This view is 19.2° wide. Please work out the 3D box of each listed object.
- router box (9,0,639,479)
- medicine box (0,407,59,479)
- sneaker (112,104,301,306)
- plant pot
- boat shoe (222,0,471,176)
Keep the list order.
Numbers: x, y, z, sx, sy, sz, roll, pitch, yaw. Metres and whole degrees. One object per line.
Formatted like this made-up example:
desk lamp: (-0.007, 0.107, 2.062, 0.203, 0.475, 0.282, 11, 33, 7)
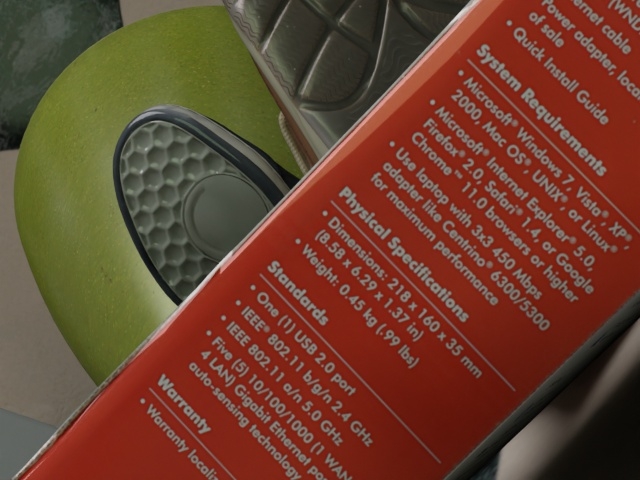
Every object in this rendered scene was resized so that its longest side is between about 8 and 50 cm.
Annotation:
router box: (0.062, 0.010, 0.629, 0.301, 0.082, 0.335, -46, -9, 13)
medicine box: (-0.176, 0.250, 0.762, 0.263, 0.149, 0.289, -77, 6, -65)
sneaker: (-0.001, 0.002, 0.984, 0.086, 0.226, 0.163, -43, 7, 25)
plant pot: (-0.054, 0.026, 1.195, 0.275, 0.275, 0.293, -50, 22, 14)
boat shoe: (0.028, -0.069, 0.898, 0.123, 0.324, 0.116, -19, -15, -9)
